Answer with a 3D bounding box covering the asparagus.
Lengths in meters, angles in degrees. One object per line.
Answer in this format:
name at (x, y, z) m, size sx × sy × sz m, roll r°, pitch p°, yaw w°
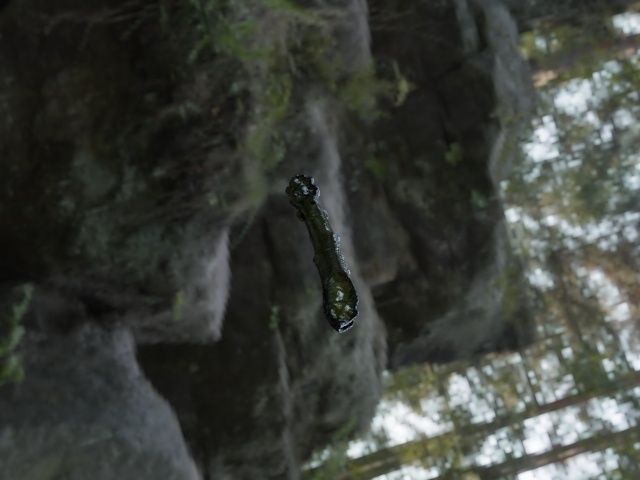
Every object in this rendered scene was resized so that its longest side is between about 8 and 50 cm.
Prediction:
asparagus at (0.000, 0.000, 0.432) m, size 0.016 × 0.013 × 0.166 m, roll 38°, pitch 10°, yaw -14°
